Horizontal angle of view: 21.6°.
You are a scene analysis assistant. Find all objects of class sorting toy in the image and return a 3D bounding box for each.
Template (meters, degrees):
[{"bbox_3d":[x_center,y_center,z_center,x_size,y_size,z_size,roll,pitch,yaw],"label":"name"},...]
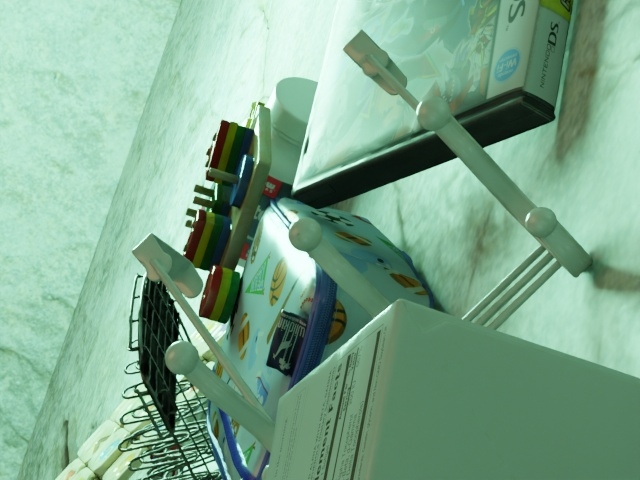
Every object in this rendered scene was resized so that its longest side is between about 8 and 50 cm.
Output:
[{"bbox_3d":[-0.085,-0.045,1.482,0.274,0.046,0.132,-94,22,-64],"label":"sorting toy"}]

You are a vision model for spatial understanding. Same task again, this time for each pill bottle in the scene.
[{"bbox_3d":[-0.043,-0.068,1.657,0.108,0.108,0.180,-90,23,-52],"label":"pill bottle"}]

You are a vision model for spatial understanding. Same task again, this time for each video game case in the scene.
[{"bbox_3d":[0.091,-0.168,1.271,0.275,0.035,0.248,-19,51,51],"label":"video game case"}]

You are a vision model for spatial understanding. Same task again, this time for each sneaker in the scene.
[{"bbox_3d":[-0.144,0.243,1.726,0.118,0.067,0.042,-118,48,-72],"label":"sneaker"}]

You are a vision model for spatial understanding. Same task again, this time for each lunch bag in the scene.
[{"bbox_3d":[-0.014,0.107,1.318,0.303,0.115,0.243,-118,46,-73],"label":"lunch bag"}]

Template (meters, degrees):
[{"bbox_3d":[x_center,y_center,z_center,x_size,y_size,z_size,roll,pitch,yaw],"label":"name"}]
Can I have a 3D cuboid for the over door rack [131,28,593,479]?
[{"bbox_3d":[0.000,0.000,1.095,0.239,0.108,0.324,-43,36,4],"label":"over door rack"}]

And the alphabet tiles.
[{"bbox_3d":[-0.195,0.188,1.845,0.284,0.021,0.278,-47,12,-10],"label":"alphabet tiles"}]

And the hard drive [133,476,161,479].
[{"bbox_3d":[-0.298,0.348,1.802,0.307,0.040,0.203,-21,20,33],"label":"hard drive"}]

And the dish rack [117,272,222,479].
[{"bbox_3d":[-0.128,0.169,1.481,0.208,0.074,0.271,-98,-11,-60],"label":"dish rack"}]

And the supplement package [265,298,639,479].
[{"bbox_3d":[0.073,0.191,0.670,0.145,0.204,0.262,136,150,-60],"label":"supplement package"}]
